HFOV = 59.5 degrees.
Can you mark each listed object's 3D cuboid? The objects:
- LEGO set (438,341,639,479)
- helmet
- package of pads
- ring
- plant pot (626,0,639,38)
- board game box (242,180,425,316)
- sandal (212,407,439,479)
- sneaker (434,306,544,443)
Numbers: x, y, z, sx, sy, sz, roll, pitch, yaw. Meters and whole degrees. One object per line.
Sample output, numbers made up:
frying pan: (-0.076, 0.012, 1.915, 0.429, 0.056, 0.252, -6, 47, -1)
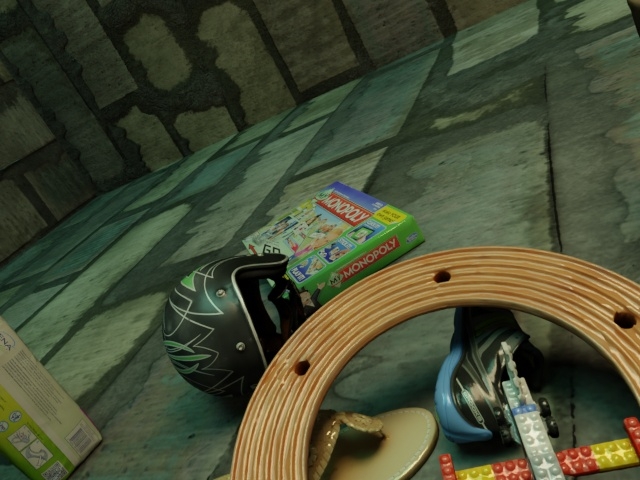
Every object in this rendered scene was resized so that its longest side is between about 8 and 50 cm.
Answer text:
LEGO set: (0.125, 0.160, 0.263, 0.244, 0.060, 0.182, 18, 52, 41)
helmet: (-0.099, 0.097, 0.639, 0.169, 0.170, 0.161, -8, 14, 44)
package of pads: (-0.446, 0.196, 0.761, 0.296, 0.229, 0.101, -4, 32, 46)
ring: (0.096, 0.135, 0.375, 0.336, 0.032, 0.337, -15, 40, 13)
plant pot: (0.411, -0.147, 0.442, 0.263, 0.229, 0.263, -25, 22, 11)
board game box: (0.000, 0.000, 0.891, 0.213, 0.046, 0.317, -33, 21, -7)
sandal: (-0.024, 0.179, 0.468, 0.240, 0.079, 0.088, -26, 21, 9)
sneaker: (0.151, 0.093, 0.478, 0.078, 0.067, 0.188, -3, 34, 27)
